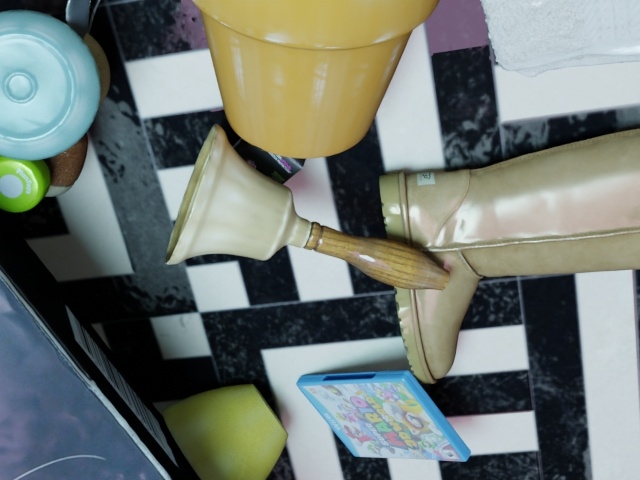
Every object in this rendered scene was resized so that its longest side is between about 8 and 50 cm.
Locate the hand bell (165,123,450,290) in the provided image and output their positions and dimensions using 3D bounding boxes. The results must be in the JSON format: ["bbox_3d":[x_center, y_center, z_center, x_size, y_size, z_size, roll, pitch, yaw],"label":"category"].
[{"bbox_3d":[0.000,0.000,0.841,0.242,0.126,0.126,20,120,-13],"label":"hand bell"}]

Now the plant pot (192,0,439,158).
[{"bbox_3d":[-0.012,-0.176,0.768,0.205,0.205,0.188,10,135,2],"label":"plant pot"}]

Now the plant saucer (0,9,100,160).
[{"bbox_3d":[-0.235,-0.122,0.763,0.119,0.021,0.119,-1,101,-6],"label":"plant saucer"}]

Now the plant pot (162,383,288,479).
[{"bbox_3d":[-0.091,0.209,1.030,0.095,0.134,0.134,-34,112,-6],"label":"plant pot"}]

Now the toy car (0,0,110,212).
[{"bbox_3d":[-0.245,-0.145,0.837,0.149,0.155,0.188,32,108,-11],"label":"toy car"}]

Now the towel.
[{"bbox_3d":[0.194,-0.238,0.710,0.187,0.049,0.282,-3,140,25],"label":"towel"}]

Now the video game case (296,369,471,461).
[{"bbox_3d":[0.062,0.183,1.002,0.166,0.015,0.119,-12,122,49],"label":"video game case"}]

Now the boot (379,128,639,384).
[{"bbox_3d":[0.202,0.024,0.902,0.270,0.089,0.236,-7,118,9],"label":"boot"}]

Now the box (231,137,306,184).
[{"bbox_3d":[-0.058,-0.072,0.895,0.083,0.062,0.052,-37,107,24],"label":"box"}]

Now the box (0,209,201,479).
[{"bbox_3d":[-0.381,0.262,0.873,0.472,0.297,0.480,-36,111,-9],"label":"box"}]
